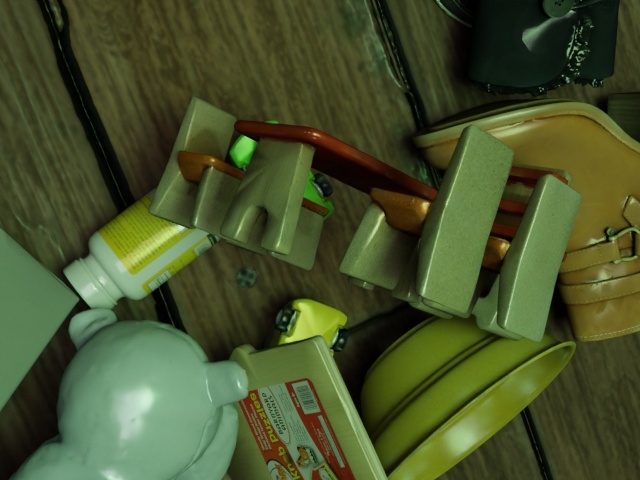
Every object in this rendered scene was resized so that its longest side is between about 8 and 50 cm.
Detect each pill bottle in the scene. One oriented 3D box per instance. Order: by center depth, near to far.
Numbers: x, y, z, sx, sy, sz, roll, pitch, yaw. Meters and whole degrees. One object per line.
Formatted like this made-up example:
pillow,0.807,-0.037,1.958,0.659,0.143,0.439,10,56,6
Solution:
pill bottle,-0.140,0.006,0.674,0.116,0.065,0.065,-38,104,-11

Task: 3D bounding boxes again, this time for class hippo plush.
hippo plush,-0.179,0.166,0.608,0.235,0.294,0.236,12,67,16

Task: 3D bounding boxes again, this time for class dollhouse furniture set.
dollhouse furniture set,0.058,-0.029,0.586,0.259,0.262,0.135,22,85,-43

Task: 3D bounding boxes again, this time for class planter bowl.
planter bowl,0.101,0.124,0.721,0.217,0.217,0.090,-33,65,-12

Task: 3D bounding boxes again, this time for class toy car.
toy car,0.000,0.000,0.723,0.239,0.053,0.225,-36,103,-12

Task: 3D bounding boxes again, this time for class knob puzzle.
knob puzzle,-0.017,0.166,0.671,0.030,0.213,0.213,-25,103,-40

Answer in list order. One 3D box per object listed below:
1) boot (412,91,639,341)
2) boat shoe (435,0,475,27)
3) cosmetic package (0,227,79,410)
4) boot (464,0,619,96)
boot,0.219,-0.018,0.773,0.284,0.109,0.220,-7,101,-23
boat shoe,0.114,-0.239,0.744,0.046,0.038,0.125,-41,104,-10
cosmetic package,-0.266,0.098,0.545,0.127,0.238,0.107,-37,105,26
boot,0.139,-0.218,0.683,0.247,0.094,0.207,-2,119,-12
